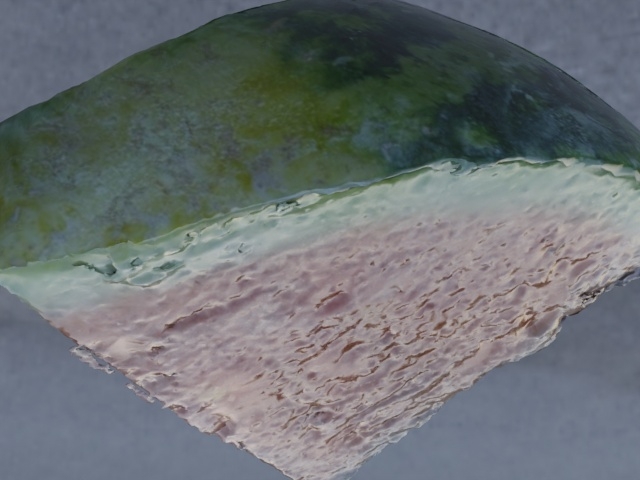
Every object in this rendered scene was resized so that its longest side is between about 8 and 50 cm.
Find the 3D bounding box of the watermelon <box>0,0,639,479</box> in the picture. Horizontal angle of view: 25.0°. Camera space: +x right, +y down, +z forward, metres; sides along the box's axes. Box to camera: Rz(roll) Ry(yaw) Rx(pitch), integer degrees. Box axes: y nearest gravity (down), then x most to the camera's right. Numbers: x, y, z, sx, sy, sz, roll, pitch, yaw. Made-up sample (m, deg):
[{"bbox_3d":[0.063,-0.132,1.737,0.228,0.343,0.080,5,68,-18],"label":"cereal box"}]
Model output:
[{"bbox_3d":[0.000,0.000,0.638,0.310,0.193,0.232,-25,169,-26],"label":"watermelon"}]
